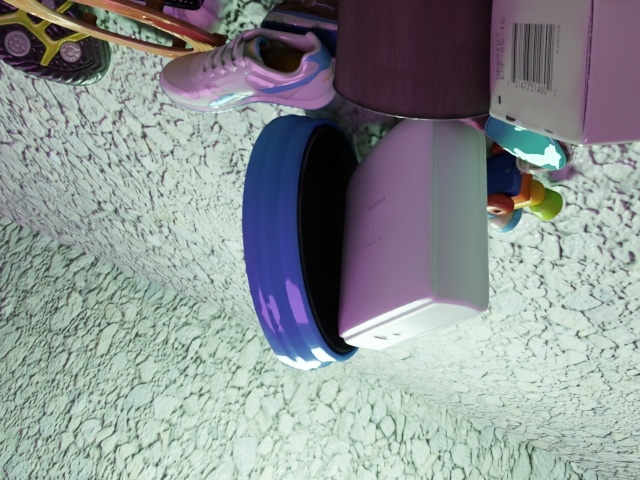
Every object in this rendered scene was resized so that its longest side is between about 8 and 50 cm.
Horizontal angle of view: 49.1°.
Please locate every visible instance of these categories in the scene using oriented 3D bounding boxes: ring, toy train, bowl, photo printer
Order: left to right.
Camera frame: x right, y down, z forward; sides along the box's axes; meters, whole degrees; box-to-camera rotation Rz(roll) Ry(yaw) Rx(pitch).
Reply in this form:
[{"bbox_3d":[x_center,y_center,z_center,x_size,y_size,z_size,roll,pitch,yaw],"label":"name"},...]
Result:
[{"bbox_3d":[-0.275,-0.302,0.948,0.336,0.032,0.336,15,-177,-1],"label":"ring"},{"bbox_3d":[0.000,0.000,1.074,0.077,0.391,0.391,-5,148,20],"label":"bowl"},{"bbox_3d":[0.123,-0.024,0.972,0.107,0.308,0.256,15,156,-23],"label":"photo printer"},{"bbox_3d":[0.292,-0.071,0.987,0.143,0.105,0.248,23,159,-32],"label":"toy train"}]

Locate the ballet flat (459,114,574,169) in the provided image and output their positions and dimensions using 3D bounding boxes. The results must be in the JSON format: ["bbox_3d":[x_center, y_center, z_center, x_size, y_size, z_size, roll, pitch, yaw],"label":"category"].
[{"bbox_3d":[0.207,-0.173,0.852,0.240,0.077,0.091,28,158,-1],"label":"ballet flat"}]

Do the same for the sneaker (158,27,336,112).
[{"bbox_3d":[-0.095,-0.216,0.864,0.228,0.088,0.092,0,155,12],"label":"sneaker"}]

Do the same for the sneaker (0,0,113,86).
[{"bbox_3d":[-0.513,-0.368,1.132,0.384,0.145,0.147,24,-170,-8],"label":"sneaker"}]

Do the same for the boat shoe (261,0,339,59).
[{"bbox_3d":[0.015,-0.266,0.854,0.183,0.066,0.066,21,162,23],"label":"boat shoe"}]

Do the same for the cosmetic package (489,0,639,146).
[{"bbox_3d":[0.299,-0.145,0.517,0.309,0.113,0.160,-7,-161,-9],"label":"cosmetic package"}]

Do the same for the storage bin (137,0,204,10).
[{"bbox_3d":[-0.216,-0.364,0.852,0.180,0.084,0.122,17,157,21],"label":"storage bin"}]

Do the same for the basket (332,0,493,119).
[{"bbox_3d":[0.089,-0.243,0.610,0.154,0.204,0.227,-9,119,-13],"label":"basket"}]
